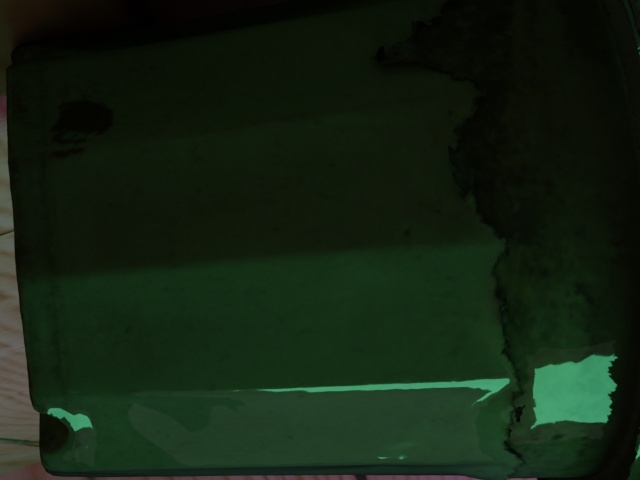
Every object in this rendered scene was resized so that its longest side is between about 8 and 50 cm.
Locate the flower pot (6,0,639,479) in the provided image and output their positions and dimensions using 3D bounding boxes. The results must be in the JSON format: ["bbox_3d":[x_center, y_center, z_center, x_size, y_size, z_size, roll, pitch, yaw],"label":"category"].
[{"bbox_3d":[0.000,0.000,0.664,0.259,0.290,0.290,-4,169,-9],"label":"flower pot"}]

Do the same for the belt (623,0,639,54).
[{"bbox_3d":[0.187,-0.117,0.897,0.140,0.058,0.105,-10,165,-39],"label":"belt"}]
